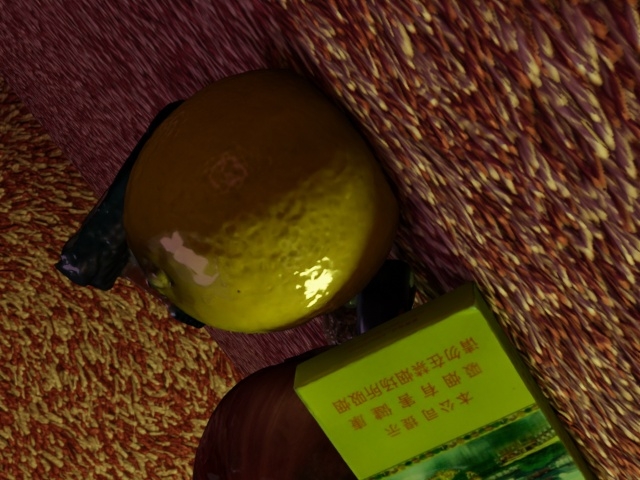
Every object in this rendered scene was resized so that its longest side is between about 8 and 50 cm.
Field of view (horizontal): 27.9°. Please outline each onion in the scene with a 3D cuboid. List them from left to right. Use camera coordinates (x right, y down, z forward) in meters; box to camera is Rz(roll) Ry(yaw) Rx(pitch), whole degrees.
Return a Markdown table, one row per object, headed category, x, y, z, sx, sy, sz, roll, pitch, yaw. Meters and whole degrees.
| category | x | y | z | sx | sy | sz | roll | pitch | yaw |
| --- | --- | --- | --- | --- | --- | --- | --- | --- | --- |
| onion | 0.035 | 0.273 | 1.401 | 0.354 | 0.353 | 0.354 | 49 | 168 | 14 |

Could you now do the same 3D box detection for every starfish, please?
| category | x | y | z | sx | sy | sz | roll | pitch | yaw |
| --- | --- | --- | --- | --- | --- | --- | --- | --- | --- |
| starfish | 0.035 | 0.084 | 1.448 | 0.302 | 0.060 | 0.299 | 28 | 167 | 30 |

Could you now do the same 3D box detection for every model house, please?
| category | x | y | z | sx | sy | sz | roll | pitch | yaw |
| --- | --- | --- | --- | --- | --- | --- | --- | --- | --- |
| model house | -0.134 | 0.004 | 1.549 | 0.291 | 0.253 | 0.184 | 37 | -175 | -12 |

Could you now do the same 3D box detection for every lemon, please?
| category | x | y | z | sx | sy | sz | roll | pitch | yaw |
| --- | --- | --- | --- | --- | --- | --- | --- | --- | --- |
| lemon | -0.066 | -0.023 | 1.171 | 0.240 | 0.219 | 0.240 | 49 | 164 | 19 |

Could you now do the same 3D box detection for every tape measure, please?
| category | x | y | z | sx | sy | sz | roll | pitch | yaw |
| --- | --- | --- | --- | --- | --- | --- | --- | --- | --- |
| tape measure | 0.117 | 0.079 | 1.239 | 0.179 | 0.104 | 0.107 | 11 | 128 | 22 |

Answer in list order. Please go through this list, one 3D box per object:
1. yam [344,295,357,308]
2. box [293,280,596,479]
| category | x | y | z | sx | sy | sz | roll | pitch | yaw |
| --- | --- | --- | --- | --- | --- | --- | --- | --- | --- |
| yam | 0.000 | 0.000 | 1.368 | 0.169 | 0.068 | 0.068 | 43 | 166 | 43 |
| box | 0.140 | 0.210 | 1.194 | 0.335 | 0.187 | 0.047 | 56 | -163 | -23 |
